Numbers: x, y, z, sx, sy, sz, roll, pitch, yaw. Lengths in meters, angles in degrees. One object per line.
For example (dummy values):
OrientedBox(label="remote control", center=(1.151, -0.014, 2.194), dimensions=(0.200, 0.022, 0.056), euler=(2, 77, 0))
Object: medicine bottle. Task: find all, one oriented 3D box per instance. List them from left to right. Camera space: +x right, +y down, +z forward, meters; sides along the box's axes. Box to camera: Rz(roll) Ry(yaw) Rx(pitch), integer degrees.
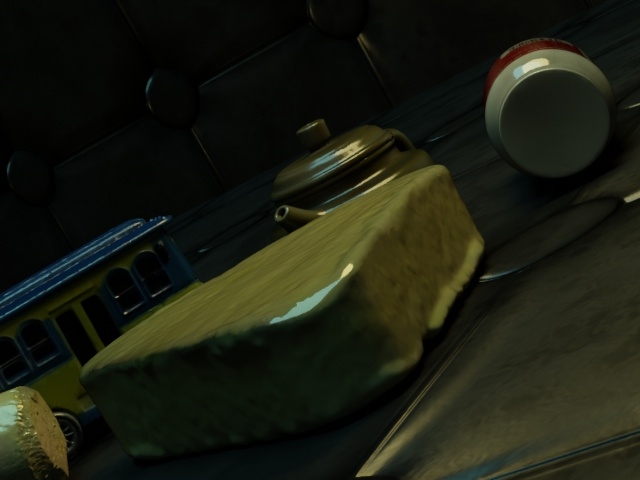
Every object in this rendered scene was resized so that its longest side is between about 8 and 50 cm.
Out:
OrientedBox(label="medicine bottle", center=(0.232, -0.135, 1.550), dimensions=(0.131, 0.131, 0.250), euler=(-28, 8, 11))

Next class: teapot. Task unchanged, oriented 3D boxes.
OrientedBox(label="teapot", center=(0.037, -0.046, 1.541), dimensions=(0.186, 0.175, 0.268), euler=(-22, 11, 35))

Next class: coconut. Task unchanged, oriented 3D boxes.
OrientedBox(label="coconut", center=(-0.302, 0.203, 1.398), dimensions=(0.122, 0.116, 0.116), euler=(-24, 8, 4))

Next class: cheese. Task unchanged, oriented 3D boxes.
OrientedBox(label="cheese", center=(0.005, 0.047, 1.303), dimensions=(0.384, 0.104, 0.384), euler=(-29, 7, 4))

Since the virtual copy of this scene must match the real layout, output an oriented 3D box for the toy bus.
OrientedBox(label="toy bus", center=(-0.251, 0.108, 1.588), dimensions=(0.288, 0.175, 0.138), euler=(-32, 7, -20))
